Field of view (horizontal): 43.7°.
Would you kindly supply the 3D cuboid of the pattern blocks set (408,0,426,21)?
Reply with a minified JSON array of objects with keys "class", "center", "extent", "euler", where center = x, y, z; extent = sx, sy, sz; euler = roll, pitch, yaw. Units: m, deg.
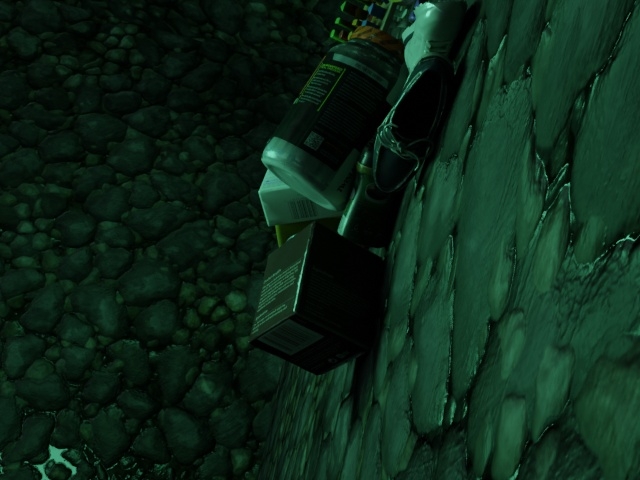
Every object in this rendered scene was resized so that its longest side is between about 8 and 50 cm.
[{"class":"pattern blocks set","center":[0.207,-0.560,1.456],"extent":[0.285,0.026,0.325],"euler":[173,103,-65]}]

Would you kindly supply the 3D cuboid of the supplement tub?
[{"class":"supplement tub","center":[0.049,-0.246,1.604],"extent":[0.338,0.207,0.207],"euler":[-57,3,-5]}]

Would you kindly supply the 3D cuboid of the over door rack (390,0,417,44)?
[{"class":"over door rack","center":[0.178,-0.559,1.995],"extent":[0.324,0.108,0.239],"euler":[120,164,-75]}]

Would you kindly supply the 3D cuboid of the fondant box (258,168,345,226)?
[{"class":"fondant box","center":[0.007,-0.166,1.857],"extent":[0.330,0.238,0.096],"euler":[-77,-24,-57]}]

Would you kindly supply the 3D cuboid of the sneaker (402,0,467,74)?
[{"class":"sneaker","center":[0.193,-0.332,1.342],"extent":[0.235,0.090,0.095],"euler":[111,160,-84]}]

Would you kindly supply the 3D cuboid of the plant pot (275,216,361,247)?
[{"class":"plant pot","center":[0.000,0.000,1.932],"extent":[0.212,0.212,0.187],"euler":[-88,-1,-70]}]

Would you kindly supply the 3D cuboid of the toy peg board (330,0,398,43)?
[{"class":"toy peg board","center":[0.098,-0.521,1.874],"extent":[0.161,0.079,0.160],"euler":[-70,23,5]}]

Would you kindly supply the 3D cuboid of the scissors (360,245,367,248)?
[{"class":"scissors","center":[0.100,0.003,1.771],"extent":[0.297,0.021,0.109],"euler":[110,172,-63]}]

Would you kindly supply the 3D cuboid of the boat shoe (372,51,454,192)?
[{"class":"boat shoe","center":[0.146,-0.179,1.299],"extent":[0.254,0.095,0.079],"euler":[-63,-1,31]}]

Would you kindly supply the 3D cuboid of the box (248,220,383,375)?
[{"class":"box","center":[-0.007,0.111,1.483],"extent":[0.168,0.167,0.203],"euler":[-36,34,47]}]

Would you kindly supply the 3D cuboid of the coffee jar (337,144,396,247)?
[{"class":"coffee jar","center":[0.100,-0.084,1.514],"extent":[0.079,0.096,0.184],"euler":[-101,26,-74]}]
